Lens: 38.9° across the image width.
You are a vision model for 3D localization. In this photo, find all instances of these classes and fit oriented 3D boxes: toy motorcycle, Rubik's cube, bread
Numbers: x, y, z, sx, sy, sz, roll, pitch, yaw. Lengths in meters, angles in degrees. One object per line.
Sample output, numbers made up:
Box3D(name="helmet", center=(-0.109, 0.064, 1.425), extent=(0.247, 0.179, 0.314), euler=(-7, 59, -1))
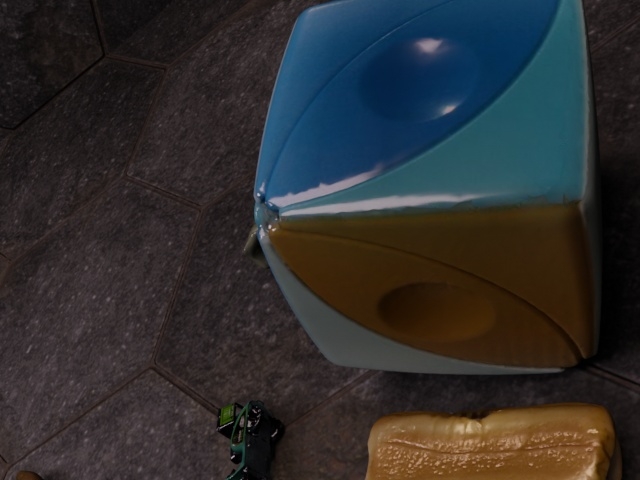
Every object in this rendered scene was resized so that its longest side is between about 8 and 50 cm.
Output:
Box3D(name="toy motorcycle", center=(-0.104, 0.298, 1.247), extent=(0.100, 0.058, 0.173), euler=(-30, 39, 29))
Box3D(name="Rubik's cube", center=(0.142, -0.065, 1.057), extent=(0.351, 0.347, 0.352), euler=(-5, 54, 15))
Box3D(name="bread", center=(0.183, 0.256, 1.001), extent=(0.305, 0.091, 0.142), euler=(-11, 56, 35))

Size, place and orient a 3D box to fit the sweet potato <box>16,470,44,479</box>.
Box3D(name="sweet potato", center=(-0.423, 0.429, 1.403), extent=(0.077, 0.077, 0.243), euler=(-50, 30, -7))

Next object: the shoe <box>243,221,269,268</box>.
Box3D(name="shoe", center=(-0.002, -0.001, 1.388), extent=(0.292, 0.109, 0.149), euler=(5, 64, 47))
